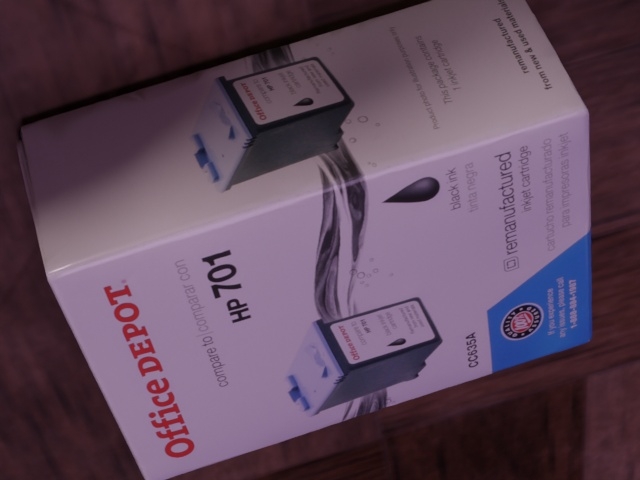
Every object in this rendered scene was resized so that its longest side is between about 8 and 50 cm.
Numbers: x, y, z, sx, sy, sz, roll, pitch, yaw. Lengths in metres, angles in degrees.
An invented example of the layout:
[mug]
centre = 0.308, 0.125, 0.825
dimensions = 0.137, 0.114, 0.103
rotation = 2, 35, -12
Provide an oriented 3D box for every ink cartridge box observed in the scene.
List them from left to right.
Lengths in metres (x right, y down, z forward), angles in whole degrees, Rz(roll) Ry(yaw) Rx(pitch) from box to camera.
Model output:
[ink cartridge box]
centre = 0.000, 0.000, 0.530
dimensions = 0.190, 0.082, 0.140
rotation = -19, 139, -4
